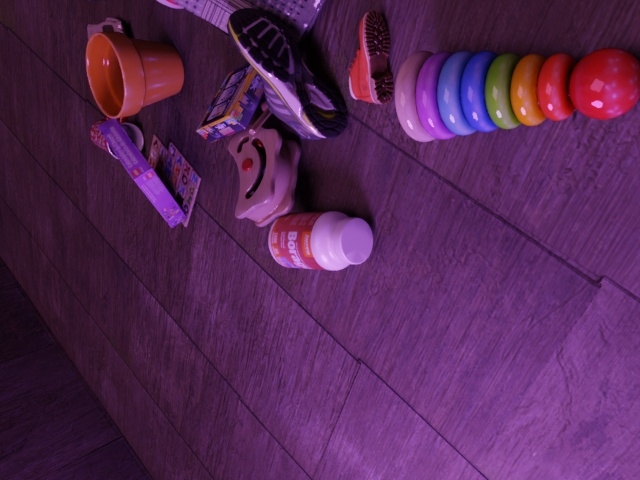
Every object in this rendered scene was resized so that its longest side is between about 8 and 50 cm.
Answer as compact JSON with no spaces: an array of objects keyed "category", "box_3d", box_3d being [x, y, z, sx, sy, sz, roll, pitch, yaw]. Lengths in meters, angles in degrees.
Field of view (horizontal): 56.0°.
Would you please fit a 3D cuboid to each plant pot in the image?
[{"category":"plant pot","box_3d":[-0.460,-0.426,1.528,0.205,0.188,0.205,23,123,42]}]

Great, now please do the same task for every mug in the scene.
[{"category":"mug","box_3d":[-0.616,-0.328,1.832,0.169,0.113,0.150,22,81,47]}]

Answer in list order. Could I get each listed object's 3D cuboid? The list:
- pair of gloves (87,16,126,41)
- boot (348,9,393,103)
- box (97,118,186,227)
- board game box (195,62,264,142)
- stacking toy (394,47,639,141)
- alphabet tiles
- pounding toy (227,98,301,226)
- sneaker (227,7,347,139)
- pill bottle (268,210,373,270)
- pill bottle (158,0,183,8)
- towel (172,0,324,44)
[{"category":"pair of gloves","box_3d":[-0.597,-0.523,1.758,0.204,0.042,0.240,9,114,43]},{"category":"boot","box_3d":[0.079,-0.323,1.070,0.084,0.059,0.158,19,121,49]},{"category":"box","box_3d":[-0.476,-0.176,1.628,0.201,0.057,0.293,50,170,21]},{"category":"board game box","box_3d":[-0.181,-0.302,1.295,0.048,0.170,0.141,38,153,-32]},{"category":"stacking toy","box_3d":[0.276,-0.215,0.853,0.330,0.141,0.141,5,110,40]},{"category":"alphabet tiles","box_3d":[-0.429,-0.186,1.737,0.237,0.009,0.198,49,137,22]},{"category":"pounding toy","box_3d":[-0.147,-0.178,1.277,0.154,0.155,0.270,-5,72,38]},{"category":"sneaker","box_3d":[-0.082,-0.307,1.168,0.300,0.111,0.121,52,150,-13]},{"category":"pill bottle","box_3d":[0.000,0.000,1.244,0.216,0.121,0.121,0,106,49]},{"category":"pill bottle","box_3d":[-0.232,-0.605,1.205,0.318,0.176,0.176,-7,101,49]},{"category":"towel","box_3d":[-0.134,-0.507,1.098,0.324,0.056,0.312,28,140,-14]}]
